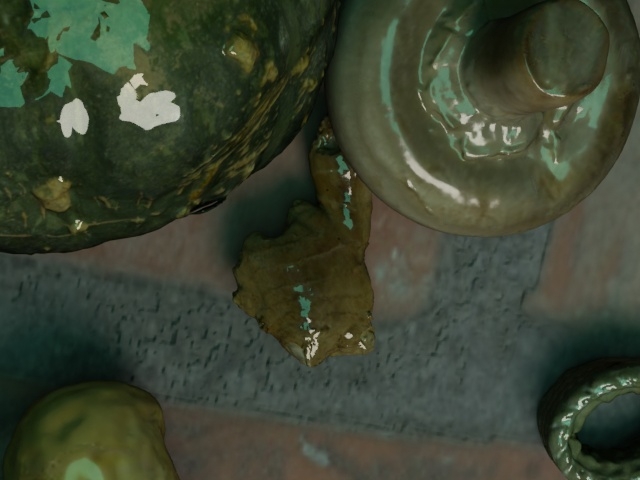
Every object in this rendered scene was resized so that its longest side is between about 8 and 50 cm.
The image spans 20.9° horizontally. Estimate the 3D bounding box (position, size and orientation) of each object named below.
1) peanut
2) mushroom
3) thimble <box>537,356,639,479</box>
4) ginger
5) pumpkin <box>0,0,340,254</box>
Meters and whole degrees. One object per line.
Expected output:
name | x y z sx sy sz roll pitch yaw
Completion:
peanut | -0.152 0.248 1.122 0.147 0.147 0.319 -2 101 -4
mushroom | 0.111 -0.103 1.047 0.207 0.215 0.207 0 91 -16
thimble | 0.203 0.120 1.164 0.110 0.062 0.084 -28 98 0
ginger | -0.009 0.000 1.135 0.096 0.067 0.165 4 85 -4
pumpkin | -0.149 -0.136 0.991 0.327 0.291 0.257 -5 129 6
